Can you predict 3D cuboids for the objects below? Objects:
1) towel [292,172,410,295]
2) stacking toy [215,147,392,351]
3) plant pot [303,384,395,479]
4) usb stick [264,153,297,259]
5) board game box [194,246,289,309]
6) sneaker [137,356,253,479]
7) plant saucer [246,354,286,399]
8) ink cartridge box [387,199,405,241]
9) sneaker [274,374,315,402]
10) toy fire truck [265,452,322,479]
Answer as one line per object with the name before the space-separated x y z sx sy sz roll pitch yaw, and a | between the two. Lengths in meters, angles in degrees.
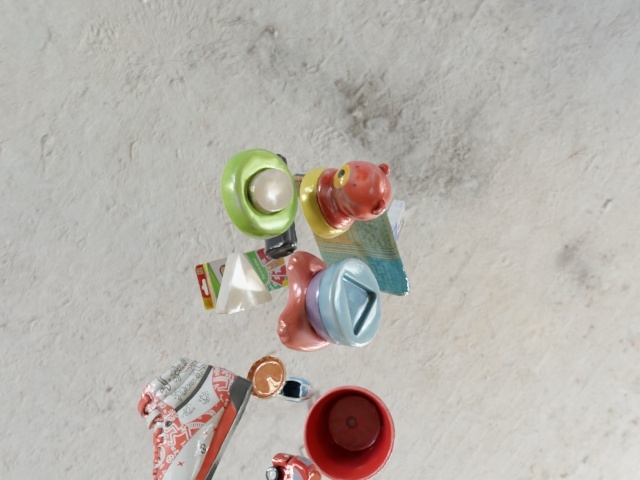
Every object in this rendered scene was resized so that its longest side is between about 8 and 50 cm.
towel | 0.084 -0.014 1.323 0.040 0.271 0.370 -48 131 -35
stacking toy | 0.000 0.000 0.722 0.279 0.130 0.309 20 66 -48
plant pot | 0.096 0.585 1.561 0.274 0.243 0.275 -2 78 7
usb stick | -0.098 -0.082 1.127 0.077 0.278 0.045 -23 143 19
board game box | -0.206 0.096 1.354 0.259 0.039 0.124 -15 92 -35
sneaker | -0.217 0.298 0.726 0.144 0.270 0.090 22 139 6
plant saucer | -0.102 0.261 0.950 0.083 0.083 0.013 -39 141 -1
ink cartridge box | 0.251 -0.041 1.750 0.046 0.207 0.097 10 136 19
sneaker | -0.134 0.464 1.582 0.086 0.237 0.085 39 53 -56
toy fire truck | -0.014 0.372 0.609 0.047 0.135 0.192 41 55 -56
